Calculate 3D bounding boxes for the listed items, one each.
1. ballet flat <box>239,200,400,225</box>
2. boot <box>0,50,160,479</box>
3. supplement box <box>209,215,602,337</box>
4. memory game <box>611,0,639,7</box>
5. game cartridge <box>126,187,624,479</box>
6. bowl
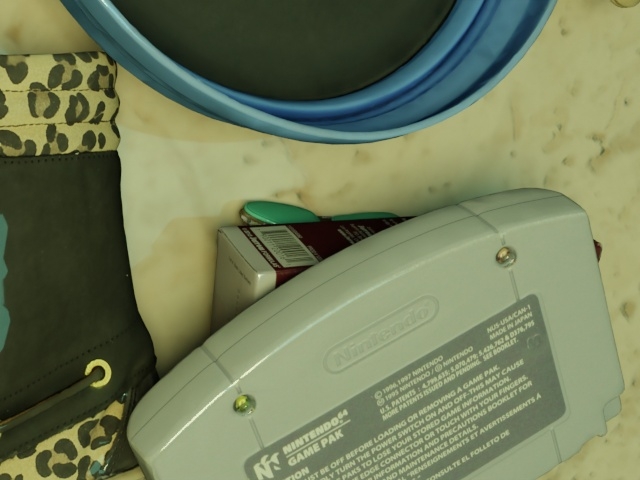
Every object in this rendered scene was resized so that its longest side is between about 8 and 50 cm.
[{"bbox_3d":[0.000,0.000,0.918,0.114,0.041,0.041,4,92,-21],"label":"ballet flat"},{"bbox_3d":[-0.257,0.044,0.760,0.377,0.138,0.284,-6,98,-26],"label":"boot"},{"bbox_3d":[0.052,0.055,0.901,0.239,0.073,0.130,-3,115,-24],"label":"supplement box"},{"bbox_3d":[0.196,-0.243,0.919,0.186,0.012,0.186,3,85,-39],"label":"memory game"},{"bbox_3d":[0.040,0.095,0.832,0.294,0.060,0.196,-28,127,-16],"label":"game cartridge"},{"bbox_3d":[-0.013,-0.248,0.831,0.391,0.077,0.391,3,85,-33],"label":"bowl"}]
